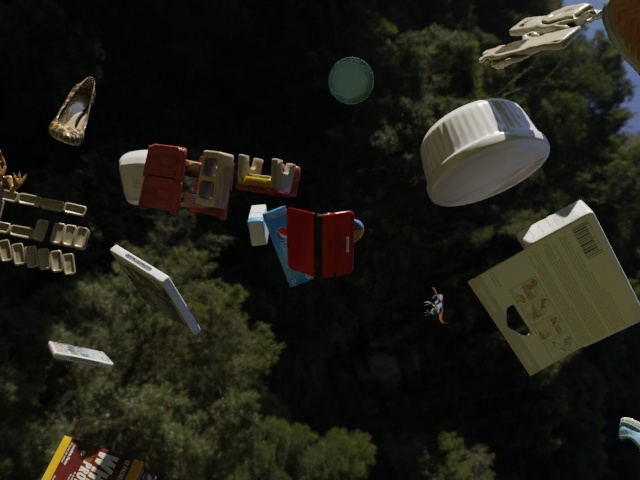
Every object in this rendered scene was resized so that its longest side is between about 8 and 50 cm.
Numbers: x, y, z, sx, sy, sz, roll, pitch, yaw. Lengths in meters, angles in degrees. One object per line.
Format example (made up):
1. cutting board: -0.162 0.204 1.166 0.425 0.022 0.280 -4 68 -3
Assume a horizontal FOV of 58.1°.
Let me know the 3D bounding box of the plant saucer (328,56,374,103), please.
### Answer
1. plant saucer: 0.080 -0.420 1.514 0.021 0.119 0.119 -103 175 -74

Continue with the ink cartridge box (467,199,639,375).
1. ink cartridge box: 0.470 0.104 1.159 0.296 0.261 0.066 52 15 -24

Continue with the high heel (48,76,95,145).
1. high heel: -0.695 -0.374 1.639 0.093 0.186 0.261 23 10 -27

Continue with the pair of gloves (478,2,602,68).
1. pair of gloves: 0.460 -0.421 1.191 0.204 0.240 0.042 3 -53 49

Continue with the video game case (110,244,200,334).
1. video game case: -0.346 0.106 1.213 0.173 0.022 0.190 25 -31 31

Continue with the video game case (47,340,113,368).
1. video game case: -0.620 0.294 1.483 0.157 0.143 0.019 3 -105 60

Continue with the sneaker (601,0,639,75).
1. sneaker: 0.595 -0.320 1.013 0.302 0.108 0.121 40 14 -10

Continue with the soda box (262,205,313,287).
1. soda box: -0.088 0.016 1.543 0.071 0.067 0.210 -160 -131 -86

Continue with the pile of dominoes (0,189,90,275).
1. pile of dominoes: -0.763 -0.018 1.553 0.040 0.251 0.195 144 -44 -71

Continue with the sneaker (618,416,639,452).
1. sneaker: 0.806 0.494 1.395 0.162 0.073 0.063 17 -13 46

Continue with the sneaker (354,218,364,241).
1. sneaker: -0.003 -0.043 1.920 0.131 0.297 0.111 -80 164 -65

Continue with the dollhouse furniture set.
1. dollhouse furniture set: -0.208 -0.116 1.318 0.201 0.374 0.152 4 96 -61

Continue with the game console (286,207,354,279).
1. game console: 0.000 0.000 1.222 0.085 0.124 0.144 -138 -137 -59

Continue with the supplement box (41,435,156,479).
1. supplement box: -0.510 0.566 1.335 0.191 0.194 0.129 98 10 -57

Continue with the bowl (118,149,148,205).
1. bowl: -0.437 -0.149 1.420 0.053 0.142 0.141 -36 124 -59

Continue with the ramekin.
1. ramekin: 0.343 -0.193 1.252 0.273 0.273 0.127 87 -14 -67

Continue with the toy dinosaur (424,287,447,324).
1. toy dinosaur: 0.296 0.168 1.463 0.090 0.082 0.047 54 -48 8

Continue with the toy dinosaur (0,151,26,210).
1. toy dinosaur: -0.655 -0.112 1.170 0.064 0.112 0.211 -9 92 -53

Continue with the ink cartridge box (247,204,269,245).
1. ink cartridge box: -0.199 -0.051 1.865 0.122 0.052 0.088 -92 175 -61
